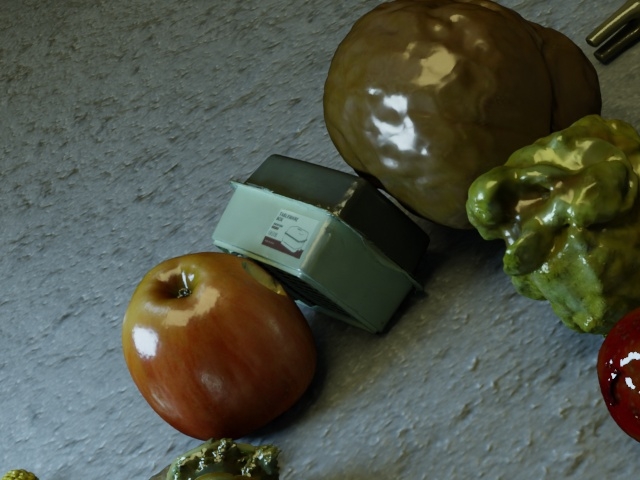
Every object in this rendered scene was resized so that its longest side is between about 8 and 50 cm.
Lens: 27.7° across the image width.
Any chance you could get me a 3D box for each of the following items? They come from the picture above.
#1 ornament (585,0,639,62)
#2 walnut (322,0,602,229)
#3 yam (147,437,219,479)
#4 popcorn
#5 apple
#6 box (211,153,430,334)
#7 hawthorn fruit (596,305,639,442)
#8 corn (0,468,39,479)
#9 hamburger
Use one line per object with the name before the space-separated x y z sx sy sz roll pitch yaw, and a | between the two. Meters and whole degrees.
ornament | 0.542 -0.327 1.879 0.245 0.061 0.230 -42 34 -2
walnut | 0.188 -0.175 1.766 0.398 0.354 0.308 38 106 56
yam | -0.260 0.380 1.712 0.357 0.081 0.081 -33 32 5
popcorn | 0.317 -0.011 1.506 0.242 0.235 0.250 -38 63 -9
apple | -0.140 0.138 1.757 0.242 0.241 0.242 -27 30 17
box | 0.000 0.000 1.831 0.290 0.220 0.166 20 74 53
hawthorn fruit | 0.369 0.142 1.351 0.181 0.181 0.235 -49 21 -20
corn | -0.456 0.434 1.820 0.091 0.091 0.260 -4 36 15
hamburger | -0.110 0.310 1.585 0.185 0.159 0.131 -46 24 22
